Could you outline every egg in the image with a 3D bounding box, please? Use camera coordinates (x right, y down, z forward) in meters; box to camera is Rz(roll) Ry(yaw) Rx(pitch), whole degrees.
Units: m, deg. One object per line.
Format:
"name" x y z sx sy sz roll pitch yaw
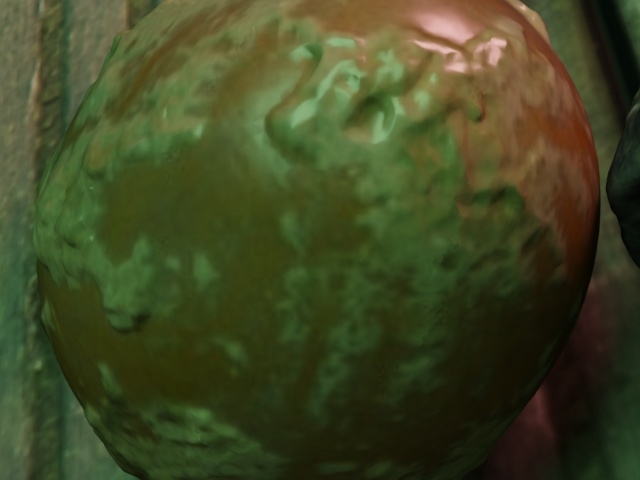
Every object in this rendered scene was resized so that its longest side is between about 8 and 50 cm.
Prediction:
"egg" 0.000 0.000 0.529 0.245 0.203 0.203 -46 30 52

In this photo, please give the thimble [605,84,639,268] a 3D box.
"thimble" 0.175 -0.031 0.480 0.150 0.150 0.098 4 56 36
